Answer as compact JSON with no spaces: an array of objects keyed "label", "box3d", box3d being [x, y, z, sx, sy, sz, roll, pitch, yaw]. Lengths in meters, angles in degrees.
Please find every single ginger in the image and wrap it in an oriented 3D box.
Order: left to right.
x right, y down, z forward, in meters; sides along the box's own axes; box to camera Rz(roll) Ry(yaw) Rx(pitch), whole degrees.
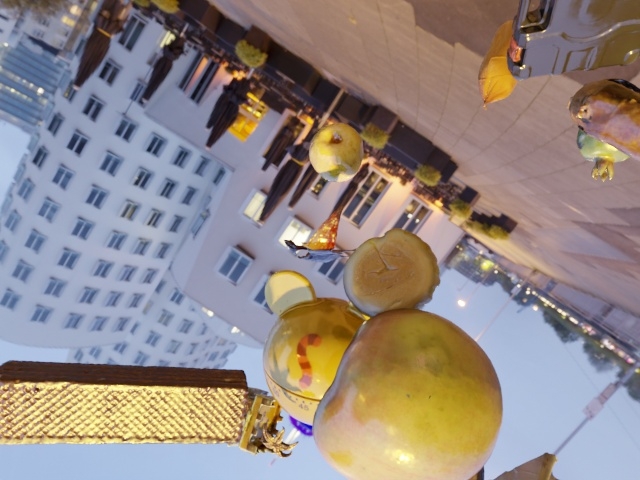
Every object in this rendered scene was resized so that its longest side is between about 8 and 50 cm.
[{"label":"ginger","box3d":[0.546,-0.194,0.720,0.133,0.106,0.309,-15,-140,-22]}]

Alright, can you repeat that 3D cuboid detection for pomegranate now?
[{"label":"pomegranate","box3d":[0.944,-0.308,1.421,0.187,0.224,0.187,12,174,1]}]

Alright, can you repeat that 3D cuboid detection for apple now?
[{"label":"apple","box3d":[0.156,0.282,0.758,0.278,0.318,0.319,26,-171,9]}]

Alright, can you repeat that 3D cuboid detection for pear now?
[{"label":"pear","box3d":[0.051,-0.256,1.283,0.178,0.177,0.178,34,-169,-7]}]

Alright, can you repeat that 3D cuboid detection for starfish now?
[{"label":"starfish","box3d":[-0.091,0.443,0.951,0.091,0.078,0.028,0,-164,24]}]

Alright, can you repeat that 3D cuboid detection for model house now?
[{"label":"model house","box3d":[-0.248,0.618,1.511,0.216,0.198,0.224,13,163,24]}]

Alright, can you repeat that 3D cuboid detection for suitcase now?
[{"label":"suitcase","box3d":[0.395,-0.372,0.618,0.285,0.207,0.066,69,-161,-57]}]

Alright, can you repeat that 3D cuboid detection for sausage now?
[{"label":"sausage","box3d":[0.488,-0.471,1.158,0.112,0.328,0.112,22,150,13]}]

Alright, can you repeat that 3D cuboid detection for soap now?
[{"label":"soap","box3d":[0.576,0.799,1.325,0.302,0.258,0.158,-36,-81,-38]}]

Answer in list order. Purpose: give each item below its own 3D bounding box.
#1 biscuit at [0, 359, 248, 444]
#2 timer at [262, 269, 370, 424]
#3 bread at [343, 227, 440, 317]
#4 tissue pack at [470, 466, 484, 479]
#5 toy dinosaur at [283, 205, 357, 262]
[{"label":"biscuit","box3d":[-0.313,0.261,0.694,0.389,0.107,0.073,7,-171,-17]},{"label":"timer","box3d":[0.022,0.277,1.146,0.377,0.385,0.376,4,-165,-1]},{"label":"bread","box3d":[0.159,0.082,0.958,0.213,0.213,0.105,40,179,24]},{"label":"tissue pack","box3d":[0.266,0.502,1.082,0.254,0.263,0.416,20,-155,16]},{"label":"toy dinosaur","box3d":[0.008,0.002,1.286,0.207,0.112,0.327,1,166,19]}]
